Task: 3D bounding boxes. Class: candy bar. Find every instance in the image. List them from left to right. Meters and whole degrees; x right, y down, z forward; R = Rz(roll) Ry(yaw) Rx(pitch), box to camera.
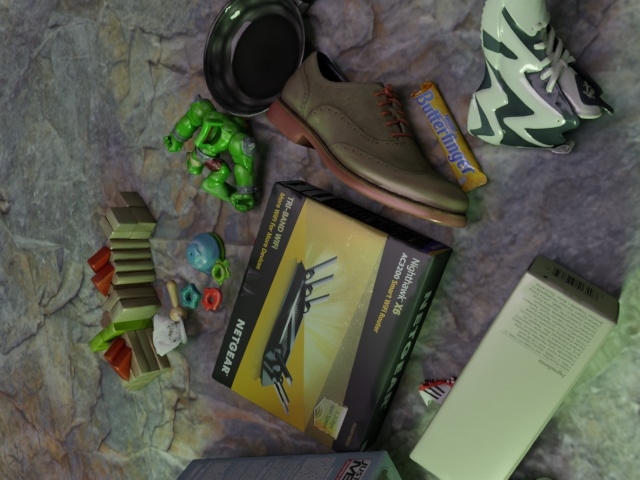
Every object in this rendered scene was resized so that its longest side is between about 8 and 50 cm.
[{"bbox_3d":[0.163,-0.134,0.975,0.040,0.018,0.161,-35,71,34],"label":"candy bar"}]

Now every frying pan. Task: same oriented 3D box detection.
[{"bbox_3d":[-0.073,-0.342,1.138,0.197,0.053,0.326,31,104,32],"label":"frying pan"}]

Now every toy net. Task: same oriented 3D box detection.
[{"bbox_3d":[-0.210,0.104,1.265,0.122,0.045,0.232,39,116,29],"label":"toy net"}]

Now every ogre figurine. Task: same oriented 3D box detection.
[{"bbox_3d":[-0.163,-0.142,1.188,0.197,0.097,0.118,56,134,36],"label":"ogre figurine"}]

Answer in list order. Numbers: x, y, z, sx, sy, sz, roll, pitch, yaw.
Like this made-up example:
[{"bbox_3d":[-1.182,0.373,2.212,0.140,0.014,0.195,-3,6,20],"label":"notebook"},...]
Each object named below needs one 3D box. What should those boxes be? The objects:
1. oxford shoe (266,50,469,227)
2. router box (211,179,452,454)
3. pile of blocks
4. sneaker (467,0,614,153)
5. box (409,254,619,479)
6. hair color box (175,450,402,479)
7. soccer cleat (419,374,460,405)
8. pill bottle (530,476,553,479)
[{"bbox_3d":[0.068,-0.139,0.988,0.348,0.123,0.130,39,109,30],"label":"oxford shoe"},{"bbox_3d":[0.007,0.103,1.033,0.243,0.081,0.308,25,107,22],"label":"router box"},{"bbox_3d":[-0.369,0.094,1.346,0.149,0.113,0.361,-9,85,38],"label":"pile of blocks"},{"bbox_3d":[0.254,-0.194,0.825,0.153,0.094,0.234,25,130,24],"label":"sneaker"},{"bbox_3d":[0.220,0.162,0.871,0.113,0.094,0.275,33,112,14],"label":"box"},{"bbox_3d":[-0.041,0.403,1.048,0.375,0.113,0.185,-15,111,38],"label":"hair color box"},{"bbox_3d":[0.164,0.195,0.976,0.083,0.029,0.035,-15,93,39],"label":"soccer cleat"},{"bbox_3d":[0.229,0.327,0.902,0.116,0.065,0.065,-31,72,35],"label":"pill bottle"}]
